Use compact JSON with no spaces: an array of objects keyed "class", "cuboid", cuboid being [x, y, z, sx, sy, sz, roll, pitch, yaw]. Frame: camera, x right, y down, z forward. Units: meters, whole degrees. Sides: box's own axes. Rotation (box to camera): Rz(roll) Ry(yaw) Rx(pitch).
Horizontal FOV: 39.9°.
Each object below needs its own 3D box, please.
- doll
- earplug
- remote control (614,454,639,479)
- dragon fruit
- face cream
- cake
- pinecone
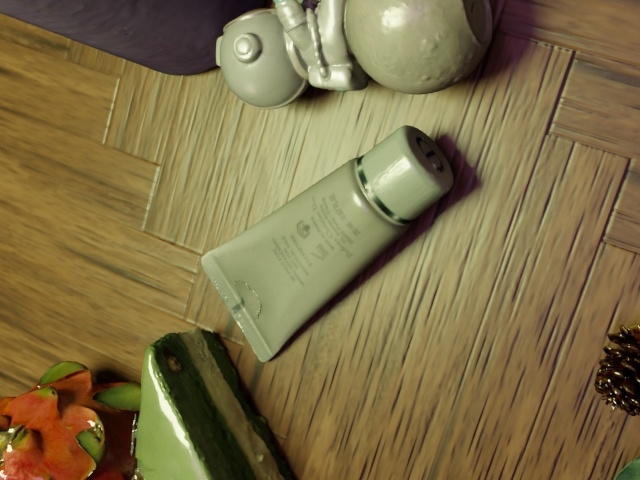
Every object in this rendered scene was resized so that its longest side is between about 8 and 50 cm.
[{"class":"doll","cuboid":[0.021,-0.200,0.877,0.287,0.151,0.151,-8,91,27]},{"class":"earplug","cuboid":[-0.238,-0.289,0.805,0.215,0.456,0.215,1,92,23]},{"class":"remote control","cuboid":[0.379,0.195,0.780,0.247,0.104,0.052,-28,96,23]},{"class":"dragon fruit","cuboid":[-0.287,0.251,1.001,0.224,0.227,0.224,2,96,14]},{"class":"face cream","cuboid":[0.000,0.000,0.934,0.314,0.089,0.143,-38,81,29]},{"class":"cake","cuboid":[-0.095,0.244,0.957,0.172,0.158,0.284,3,92,21]},{"class":"pinecone","cuboid":[0.295,0.122,0.822,0.077,0.077,0.083,27,63,18]}]
